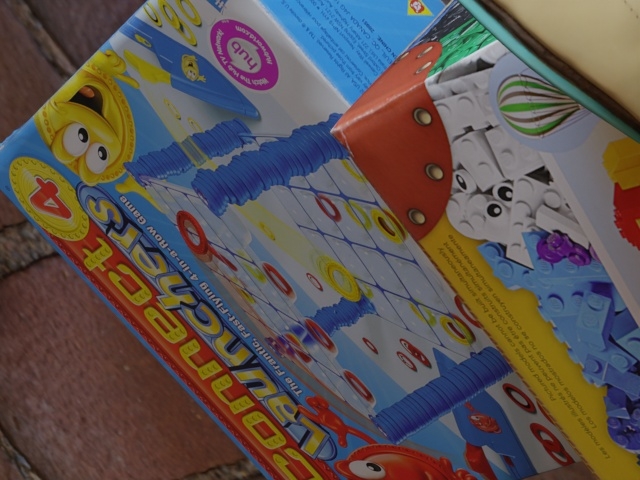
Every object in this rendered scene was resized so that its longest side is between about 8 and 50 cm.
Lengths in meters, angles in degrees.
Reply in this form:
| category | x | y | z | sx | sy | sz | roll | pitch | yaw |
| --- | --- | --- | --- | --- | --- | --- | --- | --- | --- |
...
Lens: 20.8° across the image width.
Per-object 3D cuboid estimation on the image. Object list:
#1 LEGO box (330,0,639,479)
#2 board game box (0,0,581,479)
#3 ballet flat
| category | x | y | z | sx | sy | sz | roll | pitch | yaw |
| --- | --- | --- | --- | --- | --- | --- | --- | --- | --- |
| LEGO box | 0.310 | 0.041 | 0.681 | 0.372 | 0.193 | 0.500 | -27 | 106 | 45 |
| board game box | 0.000 | 0.000 | 0.921 | 0.308 | 0.086 | 0.302 | 48 | 146 | -7 |
| ballet flat | 0.135 | -0.045 | 0.556 | 0.232 | 0.080 | 0.073 | 42 | 109 | -2 |
